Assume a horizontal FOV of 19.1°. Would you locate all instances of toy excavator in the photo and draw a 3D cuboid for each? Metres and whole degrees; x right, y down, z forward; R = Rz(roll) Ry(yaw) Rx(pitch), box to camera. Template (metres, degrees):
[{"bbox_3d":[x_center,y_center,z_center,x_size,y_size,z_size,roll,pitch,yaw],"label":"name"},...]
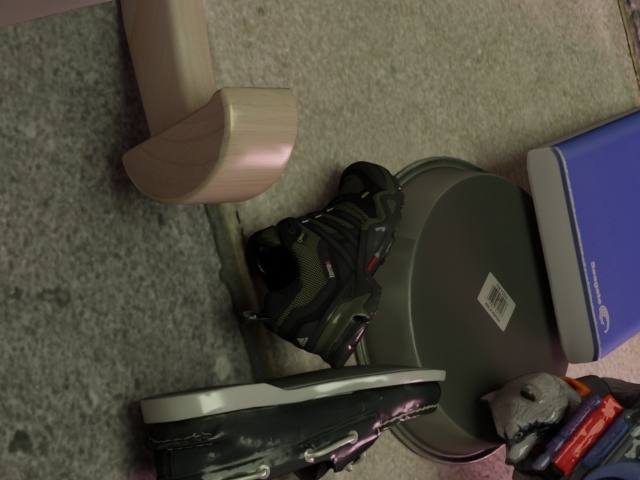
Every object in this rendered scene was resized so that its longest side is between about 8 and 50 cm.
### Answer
[{"bbox_3d":[-0.089,-0.311,1.478,0.222,0.445,0.433,-5,48,-47],"label":"toy excavator"}]

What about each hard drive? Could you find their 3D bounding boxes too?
[{"bbox_3d":[0.306,-0.016,1.935,0.318,0.040,0.210,-22,102,-58],"label":"hard drive"}]

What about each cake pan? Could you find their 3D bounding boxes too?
[{"bbox_3d":[0.144,0.064,1.788,0.293,0.054,0.293,8,80,-47],"label":"cake pan"}]

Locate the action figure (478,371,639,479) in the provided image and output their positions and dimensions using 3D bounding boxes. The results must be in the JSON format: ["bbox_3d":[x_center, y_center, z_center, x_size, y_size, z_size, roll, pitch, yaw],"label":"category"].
[{"bbox_3d":[0.242,0.264,1.765,0.341,0.178,0.330,-40,112,-12],"label":"action figure"}]

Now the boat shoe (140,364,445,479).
[{"bbox_3d":[-0.017,0.156,1.569,0.302,0.114,0.091,-5,88,-36],"label":"boat shoe"}]

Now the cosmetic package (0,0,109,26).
[{"bbox_3d":[-0.323,-0.341,1.125,0.393,0.329,0.327,28,66,-43],"label":"cosmetic package"}]

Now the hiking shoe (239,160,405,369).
[{"bbox_3d":[0.000,0.000,1.611,0.114,0.086,0.227,23,41,-9],"label":"hiking shoe"}]
